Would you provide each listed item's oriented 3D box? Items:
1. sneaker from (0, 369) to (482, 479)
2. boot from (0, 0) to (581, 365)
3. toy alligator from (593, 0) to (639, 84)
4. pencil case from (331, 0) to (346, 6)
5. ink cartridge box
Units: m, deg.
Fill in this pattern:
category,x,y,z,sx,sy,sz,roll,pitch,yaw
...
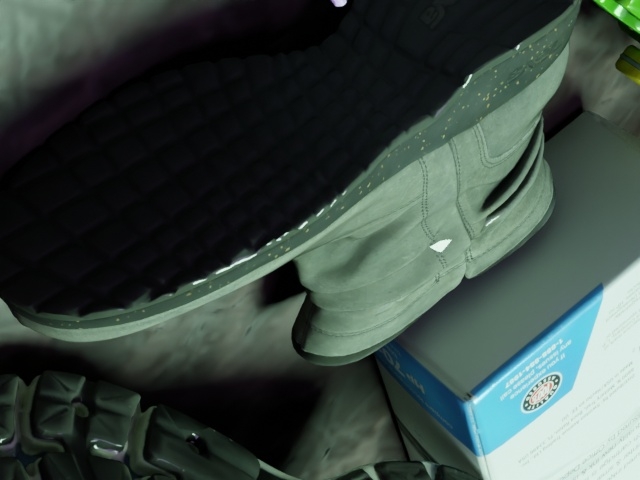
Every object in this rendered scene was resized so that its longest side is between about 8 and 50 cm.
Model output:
category,x,y,z,sx,sy,sz,roll,pitch,yaw
sneaker,-0.058,0.151,0.729,0.330,0.129,0.147,19,127,-37
boot,0.000,0.000,0.710,0.246,0.083,0.161,-31,147,-22
toy alligator,0.136,-0.093,0.792,0.190,0.051,0.056,29,100,-36
pencil case,0.033,-0.171,0.572,0.206,0.088,0.086,-53,147,4
ink cartridge box,0.106,0.059,0.873,0.140,0.082,0.190,-38,145,-15
